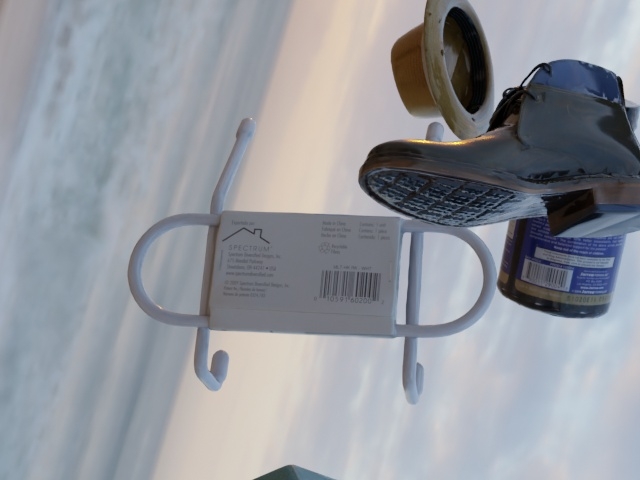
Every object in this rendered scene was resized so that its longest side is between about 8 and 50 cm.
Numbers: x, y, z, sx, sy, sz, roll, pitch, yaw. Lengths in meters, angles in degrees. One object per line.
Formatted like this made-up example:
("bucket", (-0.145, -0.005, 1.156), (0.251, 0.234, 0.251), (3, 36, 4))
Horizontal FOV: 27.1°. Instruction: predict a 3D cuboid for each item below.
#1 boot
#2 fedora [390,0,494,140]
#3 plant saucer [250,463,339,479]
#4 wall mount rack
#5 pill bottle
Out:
("boot", (0.117, -0.066, 0.852), (0.082, 0.219, 0.106), (-30, -122, 55))
("fedora", (0.130, -0.192, 1.483), (0.194, 0.079, 0.194), (32, 53, -55))
("plant saucer", (-0.075, 0.149, 0.628), (0.067, 0.192, 0.018), (34, 34, -56))
("wall mount rack", (0.000, 0.000, 1.304), (0.130, 0.350, 0.304), (66, 28, -70))
("pill bottle", (0.259, -0.040, 1.363), (0.123, 0.122, 0.219), (-88, -173, -75))
